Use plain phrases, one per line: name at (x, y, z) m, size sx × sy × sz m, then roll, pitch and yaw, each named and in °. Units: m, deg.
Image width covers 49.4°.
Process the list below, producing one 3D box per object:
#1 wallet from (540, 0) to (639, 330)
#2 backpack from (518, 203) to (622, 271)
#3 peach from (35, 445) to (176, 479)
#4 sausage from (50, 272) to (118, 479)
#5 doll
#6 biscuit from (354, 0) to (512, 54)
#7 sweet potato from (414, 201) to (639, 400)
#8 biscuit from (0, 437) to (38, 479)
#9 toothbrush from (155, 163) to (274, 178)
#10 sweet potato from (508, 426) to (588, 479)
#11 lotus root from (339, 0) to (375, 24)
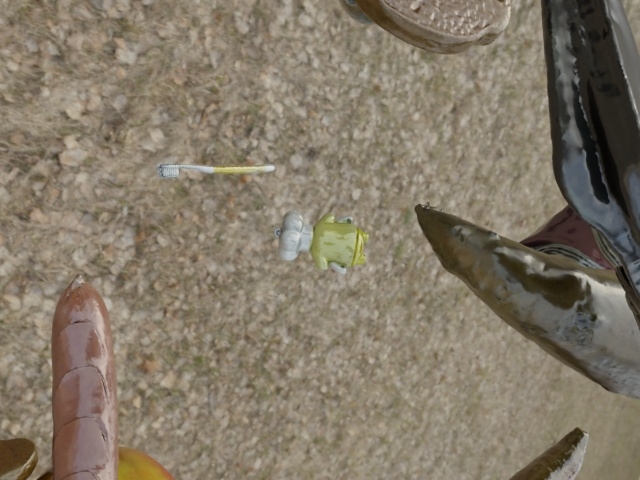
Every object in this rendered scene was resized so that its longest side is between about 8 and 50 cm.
wallet at (0.236, -0.009, 0.497) m, size 0.377 × 0.051 × 0.197 m, roll 43°, pitch 42°, yaw -44°
backpack at (0.570, 0.057, 1.379) m, size 0.283 × 0.317 × 0.197 m, roll -45°, pitch 154°, yaw 13°
peach at (-0.422, 0.590, 1.364) m, size 0.370 × 0.370 × 0.370 m, roll -32°, pitch 134°, yaw -40°
sausage at (-0.292, 0.254, 0.859) m, size 0.088 × 0.088 × 0.433 m, roll 19°, pitch 62°, yaw -56°
doll at (0.000, 0.000, 1.188) m, size 0.062 × 0.162 × 0.106 m, roll 119°, pitch -19°, yaw -70°
biscuit at (0.176, -0.477, 1.122) m, size 0.359 × 0.074 × 0.381 m, roll 19°, pitch 64°, yaw -24°
sweet potato at (0.279, 0.077, 0.744) m, size 0.422 × 0.130 × 0.130 m, roll 24°, pitch 90°, yaw -21°
biscuit at (-0.759, 0.409, 1.329) m, size 0.283 × 0.432 × 0.064 m, roll -44°, pitch 145°, yaw -54°
toothbrush at (-0.182, -0.127, 1.269) m, size 0.288 × 0.021 × 0.024 m, roll -8°, pitch 87°, yaw -51°
sweet potato at (0.258, 0.326, 0.863) m, size 0.244 × 0.077 × 0.077 m, roll -48°, pitch 143°, yaw -31°
lotus root at (0.117, -0.528, 1.419) m, size 0.349 × 0.175 × 0.175 m, roll -68°, pitch 160°, yaw -53°
